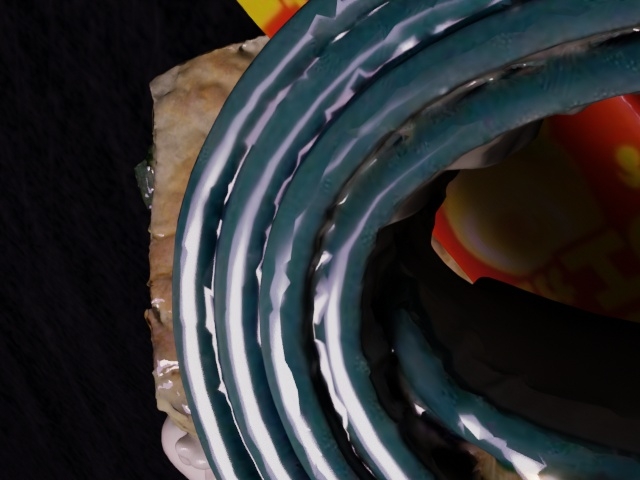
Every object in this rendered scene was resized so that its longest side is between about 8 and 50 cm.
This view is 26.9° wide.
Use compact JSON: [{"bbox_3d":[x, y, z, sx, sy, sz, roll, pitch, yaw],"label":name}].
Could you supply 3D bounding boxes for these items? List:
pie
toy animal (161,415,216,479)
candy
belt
[{"bbox_3d":[0.000,-0.001,0.652,0.185,0.218,0.052,-4,161,8],"label":"pie"},{"bbox_3d":[0.012,0.102,0.742,0.127,0.178,0.193,-5,121,56],"label":"toy animal"},{"bbox_3d":[0.092,-0.063,0.577,0.276,0.088,0.146,50,142,-2],"label":"candy"},{"bbox_3d":[0.176,0.037,0.416,0.437,0.173,0.300,15,107,10],"label":"belt"}]
